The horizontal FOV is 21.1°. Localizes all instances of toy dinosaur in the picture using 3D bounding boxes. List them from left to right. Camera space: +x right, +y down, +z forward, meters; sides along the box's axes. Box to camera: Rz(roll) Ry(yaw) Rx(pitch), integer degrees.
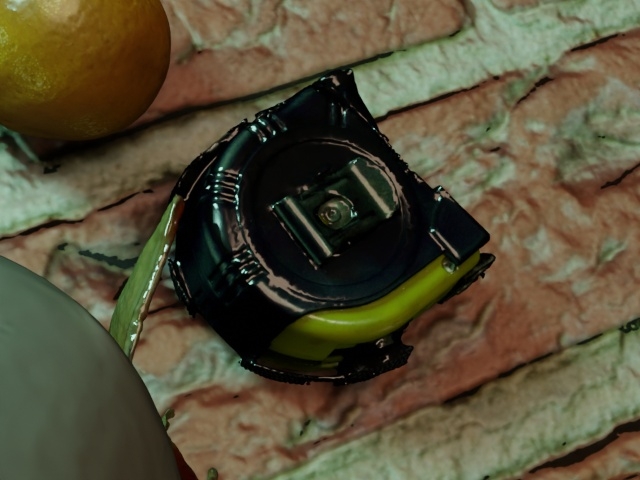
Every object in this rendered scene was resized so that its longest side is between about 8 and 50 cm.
[{"bbox_3d":[-0.042,0.142,1.017,0.113,0.206,0.327,-28,87,-4],"label":"toy dinosaur"}]

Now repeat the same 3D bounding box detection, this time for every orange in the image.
[{"bbox_3d":[-0.176,-0.136,1.133,0.136,0.159,0.159,-37,81,11],"label":"orange"}]

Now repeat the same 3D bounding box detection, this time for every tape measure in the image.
[{"bbox_3d":[0.000,0.000,1.154,0.186,0.112,0.199,-38,83,-28],"label":"tape measure"}]

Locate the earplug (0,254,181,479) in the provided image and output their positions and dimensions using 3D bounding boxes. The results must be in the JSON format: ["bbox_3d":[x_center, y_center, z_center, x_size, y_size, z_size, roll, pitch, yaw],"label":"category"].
[{"bbox_3d":[-0.220,0.157,0.767,0.313,0.312,0.394,28,21,-7],"label":"earplug"}]
